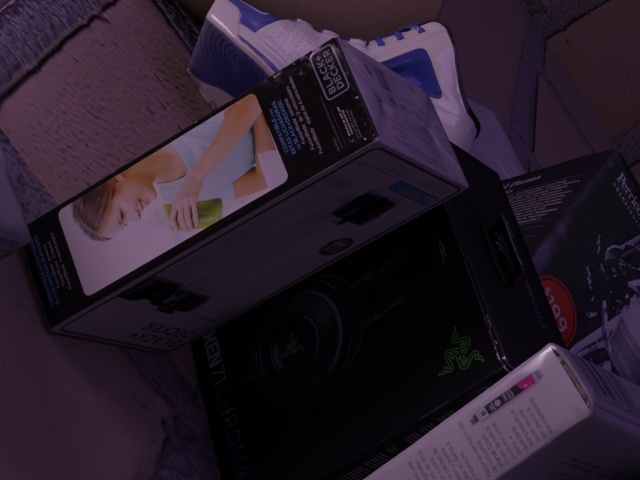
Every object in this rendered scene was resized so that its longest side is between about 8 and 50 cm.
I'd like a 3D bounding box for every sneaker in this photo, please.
[{"bbox_3d":[0.033,-0.159,1.674,0.315,0.127,0.182,34,57,-2],"label":"sneaker"}]

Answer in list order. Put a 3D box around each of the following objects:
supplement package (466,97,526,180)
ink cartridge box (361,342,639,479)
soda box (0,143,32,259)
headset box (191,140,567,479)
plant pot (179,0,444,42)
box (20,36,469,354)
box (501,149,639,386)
[{"bbox_3d":[0.142,-0.056,1.950,0.262,0.145,0.204,14,48,-62],"label":"supplement package"},{"bbox_3d":[0.120,0.220,1.254,0.324,0.330,0.071,26,31,-57],"label":"ink cartridge box"},{"bbox_3d":[-0.287,-0.108,1.081,0.098,0.091,0.286,23,41,-59],"label":"soda box"},{"bbox_3d":[0.051,0.079,1.329,0.131,0.283,0.246,29,36,-46],"label":"headset box"},{"bbox_3d":[-0.048,-0.301,1.750,0.274,0.256,0.256,17,44,-42],"label":"plant pot"},{"bbox_3d":[-0.057,-0.023,1.222,0.169,0.290,0.087,22,43,-62],"label":"box"},{"bbox_3d":[0.232,0.146,1.584,0.343,0.179,0.312,57,48,-17],"label":"box"}]
